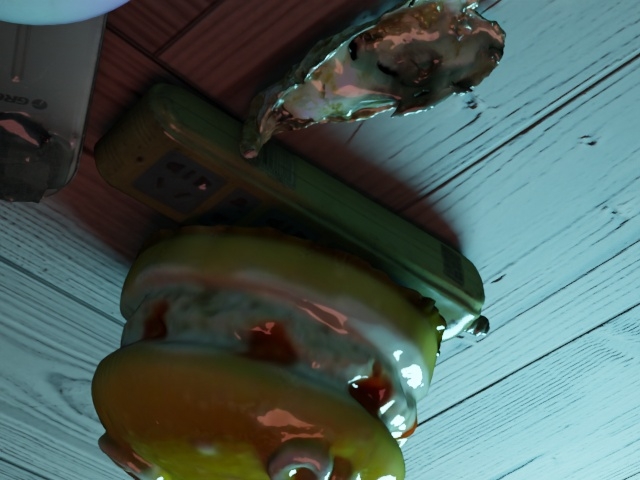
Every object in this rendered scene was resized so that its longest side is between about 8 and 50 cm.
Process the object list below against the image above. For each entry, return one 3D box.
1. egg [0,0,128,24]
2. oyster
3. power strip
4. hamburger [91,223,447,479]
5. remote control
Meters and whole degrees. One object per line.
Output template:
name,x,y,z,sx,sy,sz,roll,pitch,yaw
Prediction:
egg,-0.150,-0.236,0.626,0.196,0.196,0.271,-2,147,-3
oyster,0.033,-0.128,0.882,0.200,0.061,0.106,-9,120,2
power strip,0.000,0.000,0.998,0.387,0.066,0.092,28,131,-31
hamburger,-0.039,0.134,0.999,0.261,0.186,0.303,4,155,22
remote control,-0.205,-0.120,0.857,0.104,0.052,0.247,10,137,-13
